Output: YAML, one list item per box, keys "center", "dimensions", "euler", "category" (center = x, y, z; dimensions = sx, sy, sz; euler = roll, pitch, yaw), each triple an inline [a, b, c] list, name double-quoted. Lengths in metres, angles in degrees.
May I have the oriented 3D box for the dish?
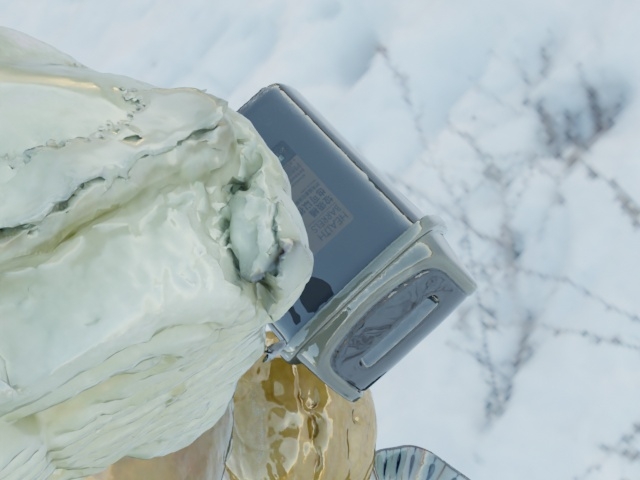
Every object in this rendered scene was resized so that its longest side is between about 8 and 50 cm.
- center: [0.122, 0.328, 1.923]
  dimensions: [0.066, 0.190, 0.191]
  euler: [-56, 29, 26]
  category: "dish"

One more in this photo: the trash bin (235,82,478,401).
- center: [0.000, 0.000, 1.662]
  dimensions: [0.209, 0.290, 0.182]
  euler: [-43, -9, 8]
  category: "trash bin"

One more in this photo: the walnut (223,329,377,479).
- center: [-0.032, 0.213, 1.854]
  dimensions: [0.195, 0.195, 0.222]
  euler: [-22, 65, 36]
  category: "walnut"

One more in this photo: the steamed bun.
- center: [-0.188, 0.025, 0.815]
  dimensions: [0.394, 0.346, 0.237]
  euler: [-39, 79, 21]
  category: "steamed bun"

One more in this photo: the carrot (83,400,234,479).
- center: [-0.191, 0.193, 1.170]
  dimensions: [0.224, 0.224, 0.341]
  euler: [-20, 42, 38]
  category: "carrot"
